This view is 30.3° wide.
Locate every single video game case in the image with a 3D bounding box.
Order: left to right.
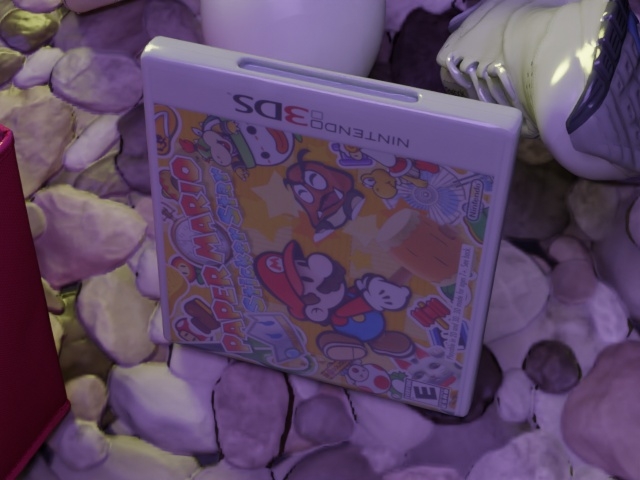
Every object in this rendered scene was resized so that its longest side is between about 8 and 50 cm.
[{"bbox_3d":[0.000,0.000,0.692,0.206,0.227,0.026,13,44,12],"label":"video game case"}]

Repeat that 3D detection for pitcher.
[{"bbox_3d":[-0.037,-0.189,0.832,0.178,0.125,0.207,-17,65,40],"label":"pitcher"}]

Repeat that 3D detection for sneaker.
[{"bbox_3d":[0.137,-0.097,0.720,0.129,0.297,0.111,-18,107,14],"label":"sneaker"}]

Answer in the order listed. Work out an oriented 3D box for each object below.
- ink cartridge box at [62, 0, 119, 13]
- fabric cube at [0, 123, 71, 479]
[{"bbox_3d":[-0.184,-0.302,0.864,0.092,0.158,0.218,-16,67,-1],"label":"ink cartridge box"},{"bbox_3d":[-0.323,0.060,0.646,0.259,0.258,0.254,24,54,15],"label":"fabric cube"}]
